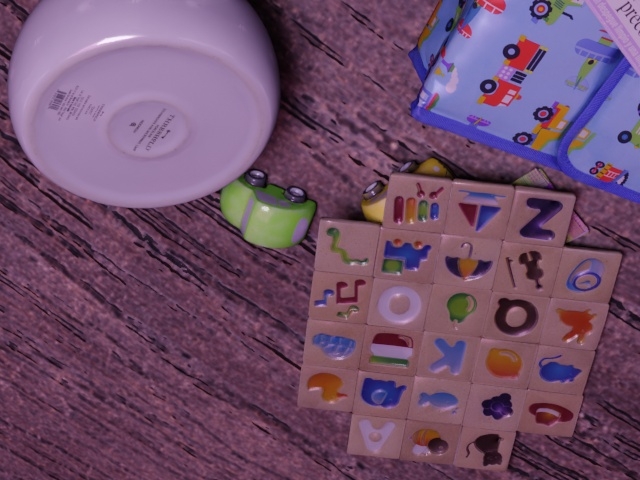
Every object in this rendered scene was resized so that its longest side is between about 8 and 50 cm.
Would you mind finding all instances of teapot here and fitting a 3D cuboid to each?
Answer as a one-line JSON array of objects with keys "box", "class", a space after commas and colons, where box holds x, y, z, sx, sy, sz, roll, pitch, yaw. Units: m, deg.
[{"box": [-0.160, -0.161, 1.129, 0.256, 0.187, 0.252, -16, 141, 6], "class": "teapot"}]

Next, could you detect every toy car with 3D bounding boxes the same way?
[{"box": [0.000, 0.000, 1.238, 0.225, 0.053, 0.239, 22, 122, 4], "class": "toy car"}]

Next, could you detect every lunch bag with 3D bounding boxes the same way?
[{"box": [0.253, -0.158, 1.050, 0.293, 0.138, 0.221, 24, 121, -12], "class": "lunch bag"}]

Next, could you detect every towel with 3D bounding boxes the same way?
[{"box": [0.206, -0.024, 1.188, 0.060, 0.009, 0.083, -34, 104, 30], "class": "towel"}]

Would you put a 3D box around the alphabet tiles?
[{"box": [0.129, 0.090, 1.233, 0.285, 0.011, 0.342, 6, 123, -2], "class": "alphabet tiles"}]

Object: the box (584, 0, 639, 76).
[{"box": [0.289, -0.123, 0.972, 0.063, 0.067, 0.324, -35, 125, 18], "class": "box"}]
